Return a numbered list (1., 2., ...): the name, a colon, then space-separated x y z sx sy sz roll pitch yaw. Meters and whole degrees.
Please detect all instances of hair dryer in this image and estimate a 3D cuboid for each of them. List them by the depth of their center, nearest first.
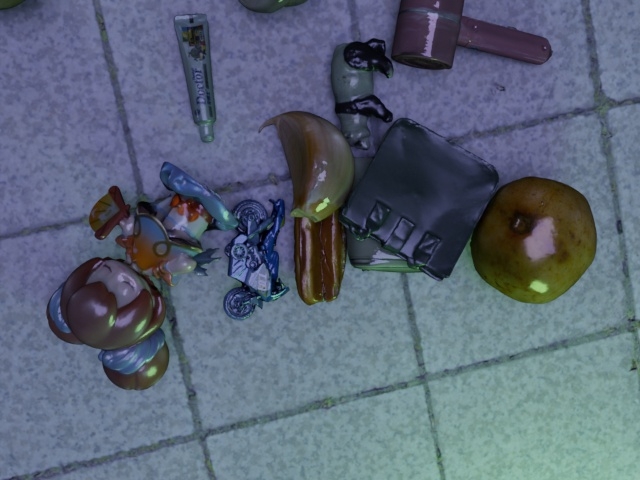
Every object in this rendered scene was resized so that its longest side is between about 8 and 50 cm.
1. hair dryer: 0.326 -0.440 1.400 0.352 0.125 0.211 9 94 -18

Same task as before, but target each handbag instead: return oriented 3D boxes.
1. handbag: 0.196 -0.079 1.356 0.247 0.079 0.260 31 78 -1
2. handbag: 0.165 -0.089 1.443 0.241 0.109 0.316 2 83 -8

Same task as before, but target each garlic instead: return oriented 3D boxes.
1. garlic: -0.020 -0.161 1.351 0.164 0.145 0.245 -27 65 14

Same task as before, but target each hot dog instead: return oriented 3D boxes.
1. hot dog: 0.000 0.000 1.422 0.115 0.072 0.269 1 94 -6

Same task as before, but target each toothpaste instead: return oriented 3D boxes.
1. toothpaste: -0.244 -0.324 1.375 0.067 0.037 0.256 -7 94 -6

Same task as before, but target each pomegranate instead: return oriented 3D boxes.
1. pomegranate: 0.433 0.001 1.393 0.260 0.260 0.261 -1 97 -7

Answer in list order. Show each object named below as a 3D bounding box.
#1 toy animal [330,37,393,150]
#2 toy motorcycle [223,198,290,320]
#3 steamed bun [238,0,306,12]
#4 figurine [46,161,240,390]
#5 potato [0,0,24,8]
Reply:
1. toy animal: 0.083 -0.295 1.386 0.121 0.094 0.225 -4 99 -4
2. toy motorcycle: -0.124 0.038 1.406 0.135 0.092 0.255 6 87 -16
3. steamed bun: -0.070 -0.556 1.312 0.211 0.144 0.218 -8 102 37
4. figurine: -0.344 0.061 1.308 0.276 0.248 0.388 33 78 18
5. potato: -0.639 -0.548 1.207 0.326 0.221 0.243 34 101 -22
